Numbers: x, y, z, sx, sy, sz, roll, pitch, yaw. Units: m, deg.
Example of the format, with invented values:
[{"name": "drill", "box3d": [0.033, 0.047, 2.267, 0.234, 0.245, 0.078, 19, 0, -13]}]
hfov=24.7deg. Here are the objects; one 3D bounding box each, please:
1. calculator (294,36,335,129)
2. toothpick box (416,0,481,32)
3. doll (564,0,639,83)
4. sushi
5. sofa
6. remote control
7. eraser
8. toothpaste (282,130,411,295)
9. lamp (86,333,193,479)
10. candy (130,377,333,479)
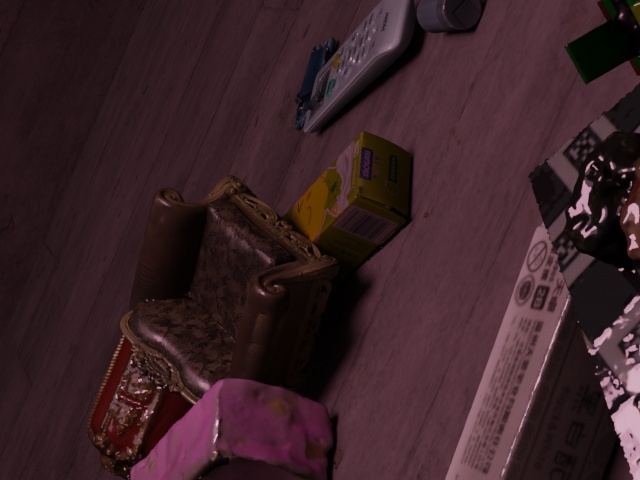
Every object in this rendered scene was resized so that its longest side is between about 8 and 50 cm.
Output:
[{"name": "calculator", "box3d": [-0.010, -0.234, 2.187, 0.094, 0.019, 0.141, -14, 57, 65]}, {"name": "toothpick box", "box3d": [0.156, -0.281, 1.783, 0.052, 0.052, 0.083, -68, 20, -3]}, {"name": "doll", "box3d": [0.314, -0.205, 1.236, 0.186, 0.106, 0.134, -28, 0, 37]}, {"name": "sushi", "box3d": [0.282, -0.036, 1.050, 0.320, 0.068, 0.339, -39, 42, 30]}, {"name": "sofa", "box3d": [-0.126, 0.065, 1.768, 0.258, 0.182, 0.200, 41, 126, 36]}, {"name": "remote control", "box3d": [0.053, -0.240, 1.998, 0.293, 0.051, 0.103, -36, 36, 59]}, {"name": "eraser", "box3d": [0.200, 0.115, 1.222, 0.404, 0.096, 0.098, -68, 20, -5]}, {"name": "toothpaste", "box3d": [0.000, 0.000, 1.842, 0.327, 0.077, 0.110, -45, 31, 45]}, {"name": "lamp", "box3d": [-0.217, 0.207, 2.046, 0.177, 0.177, 0.274, 17, 86, 69]}, {"name": "candy", "box3d": [-0.111, 0.281, 1.718, 0.265, 0.155, 0.116, -48, 35, 42]}]
